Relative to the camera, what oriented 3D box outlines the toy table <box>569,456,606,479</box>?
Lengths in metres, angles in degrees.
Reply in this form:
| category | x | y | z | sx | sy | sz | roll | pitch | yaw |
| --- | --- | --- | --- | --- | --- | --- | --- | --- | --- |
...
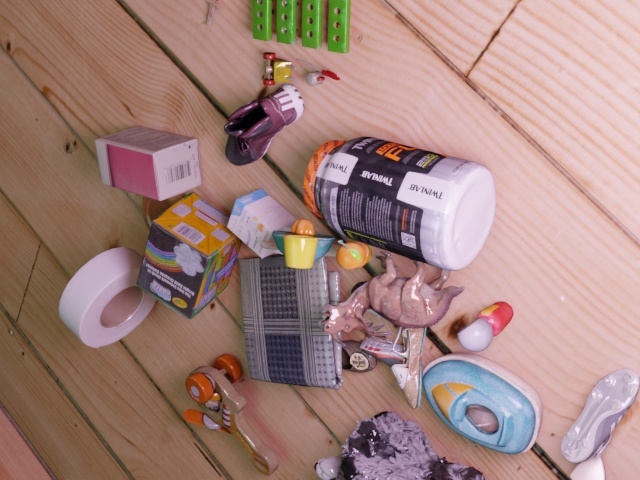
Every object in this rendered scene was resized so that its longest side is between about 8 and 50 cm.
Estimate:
| category | x | y | z | sx | sy | sz | roll | pitch | yaw |
| --- | --- | --- | --- | --- | --- | --- | --- | --- | --- |
| toy table | 0.499 | 0.546 | 1.524 | 0.161 | 0.274 | 0.252 | 36 | 164 | 33 |

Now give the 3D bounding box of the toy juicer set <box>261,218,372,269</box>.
| category | x | y | z | sx | sy | sz | roll | pitch | yaw |
| --- | --- | --- | --- | --- | --- | --- | --- | --- | --- |
| toy juicer set | 0.000 | 0.000 | 1.710 | 0.329 | 0.209 | 0.089 | -159 | 72 | -76 |

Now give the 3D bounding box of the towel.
| category | x | y | z | sx | sy | sz | roll | pitch | yaw |
| --- | --- | --- | --- | --- | --- | --- | --- | --- | --- |
| towel | -0.072 | 0.186 | 1.946 | 0.312 | 0.056 | 0.324 | -4 | 91 | 45 |

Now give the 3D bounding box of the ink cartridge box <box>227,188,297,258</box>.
| category | x | y | z | sx | sy | sz | roll | pitch | yaw |
| --- | --- | --- | --- | --- | --- | --- | --- | --- | --- |
| ink cartridge box | -0.132 | -0.035 | 1.902 | 0.143 | 0.090 | 0.092 | 41 | 131 | 21 |

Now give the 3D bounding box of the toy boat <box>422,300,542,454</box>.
| category | x | y | z | sx | sy | sz | roll | pitch | yaw |
| --- | --- | --- | --- | --- | --- | --- | --- | --- | --- |
| toy boat | 0.314 | 0.276 | 1.612 | 0.267 | 0.148 | 0.318 | 20 | 122 | 34 |

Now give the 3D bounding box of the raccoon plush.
| category | x | y | z | sx | sy | sz | roll | pitch | yaw |
| --- | --- | --- | --- | --- | --- | --- | --- | --- | --- |
| raccoon plush | 0.185 | 0.609 | 1.858 | 0.446 | 0.216 | 0.299 | 34 | 136 | 25 |

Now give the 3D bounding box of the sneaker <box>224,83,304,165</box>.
| category | x | y | z | sx | sy | sz | roll | pitch | yaw |
| --- | --- | --- | --- | --- | --- | --- | --- | --- | --- |
| sneaker | -0.172 | -0.244 | 1.788 | 0.281 | 0.162 | 0.106 | -39 | 82 | 44 |

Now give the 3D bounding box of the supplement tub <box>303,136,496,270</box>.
| category | x | y | z | sx | sy | sz | roll | pitch | yaw |
| --- | --- | --- | --- | --- | --- | --- | --- | --- | --- |
| supplement tub | 0.146 | -0.082 | 1.553 | 0.338 | 0.207 | 0.207 | 19 | 121 | 34 |

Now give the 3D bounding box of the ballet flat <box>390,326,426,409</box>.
| category | x | y | z | sx | sy | sz | roll | pitch | yaw |
| --- | --- | --- | --- | --- | --- | --- | --- | --- | --- |
| ballet flat | 0.183 | 0.252 | 1.714 | 0.073 | 0.067 | 0.206 | 120 | 156 | -73 |

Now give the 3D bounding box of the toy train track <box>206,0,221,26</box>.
| category | x | y | z | sx | sy | sz | roll | pitch | yaw |
| --- | --- | --- | --- | --- | --- | --- | --- | --- | --- |
| toy train track | -0.243 | -0.523 | 1.828 | 0.048 | 0.014 | 0.083 | 37 | 136 | 14 |

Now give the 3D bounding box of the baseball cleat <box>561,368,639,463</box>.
| category | x | y | z | sx | sy | sz | roll | pitch | yaw |
| --- | --- | --- | --- | --- | --- | --- | --- | --- | --- |
| baseball cleat | 0.525 | 0.327 | 1.502 | 0.206 | 0.109 | 0.072 | -53 | 50 | 10 |

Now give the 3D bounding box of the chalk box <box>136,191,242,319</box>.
| category | x | y | z | sx | sy | sz | roll | pitch | yaw |
| --- | --- | --- | --- | --- | --- | --- | --- | --- | --- |
| chalk box | -0.334 | 0.061 | 2.047 | 0.180 | 0.179 | 0.289 | 32 | 129 | 10 |

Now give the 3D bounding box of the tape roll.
| category | x | y | z | sx | sy | sz | roll | pitch | yaw |
| --- | --- | --- | --- | --- | --- | --- | --- | --- | --- |
| tape roll | -0.584 | 0.160 | 2.258 | 0.100 | 0.286 | 0.286 | 38 | 130 | 22 |

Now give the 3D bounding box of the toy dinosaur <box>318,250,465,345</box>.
| category | x | y | z | sx | sy | sz | roll | pitch | yaw |
| --- | --- | --- | --- | --- | --- | --- | --- | --- | --- |
| toy dinosaur | 0.161 | 0.131 | 1.636 | 0.296 | 0.127 | 0.200 | 6 | 83 | 30 |

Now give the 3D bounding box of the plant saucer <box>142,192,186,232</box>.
| category | x | y | z | sx | sy | sz | roll | pitch | yaw |
| --- | --- | --- | --- | --- | --- | --- | --- | --- | --- |
| plant saucer | -0.417 | -0.064 | 2.178 | 0.200 | 0.037 | 0.200 | 18 | 120 | 35 |

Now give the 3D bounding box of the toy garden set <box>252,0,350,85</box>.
| category | x | y | z | sx | sy | sz | roll | pitch | yaw |
| --- | --- | --- | --- | --- | --- | --- | --- | --- | --- |
| toy garden set | -0.034 | -0.412 | 1.672 | 0.244 | 0.049 | 0.203 | 19 | 119 | 34 |

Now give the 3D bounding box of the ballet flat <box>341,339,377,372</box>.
| category | x | y | z | sx | sy | sz | roll | pitch | yaw |
| --- | --- | --- | --- | --- | --- | --- | --- | --- | --- |
| ballet flat | 0.025 | 0.272 | 1.929 | 0.250 | 0.058 | 0.084 | 8 | 113 | 39 |

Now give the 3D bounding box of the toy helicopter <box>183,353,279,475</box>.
| category | x | y | z | sx | sy | sz | roll | pitch | yaw |
| --- | --- | --- | --- | --- | --- | --- | --- | --- | --- |
| toy helicopter | -0.248 | 0.504 | 2.229 | 0.355 | 0.140 | 0.235 | 50 | 137 | 9 |

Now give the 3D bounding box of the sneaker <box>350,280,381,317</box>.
| category | x | y | z | sx | sy | sz | roll | pitch | yaw |
| --- | --- | --- | --- | --- | --- | --- | --- | --- | --- |
| sneaker | 0.147 | 0.137 | 1.772 | 0.161 | 0.057 | 0.075 | 8 | 138 | 33 |

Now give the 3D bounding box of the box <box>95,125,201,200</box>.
| category | x | y | z | sx | sy | sz | roll | pitch | yaw |
| --- | --- | --- | --- | --- | --- | --- | --- | --- | --- |
| box | -0.436 | -0.199 | 2.053 | 0.232 | 0.149 | 0.126 | 16 | 120 | 37 |

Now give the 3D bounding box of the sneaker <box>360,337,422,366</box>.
| category | x | y | z | sx | sy | sz | roll | pitch | yaw |
| --- | --- | --- | --- | --- | --- | --- | --- | --- | --- |
| sneaker | 0.156 | 0.263 | 1.811 | 0.158 | 0.061 | 0.065 | 12 | 123 | 38 |
